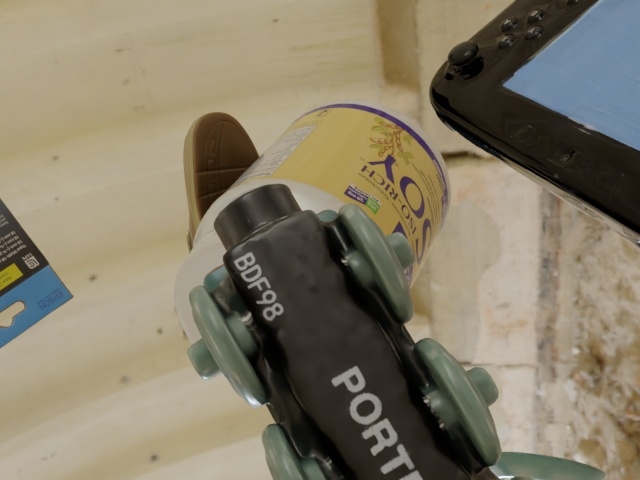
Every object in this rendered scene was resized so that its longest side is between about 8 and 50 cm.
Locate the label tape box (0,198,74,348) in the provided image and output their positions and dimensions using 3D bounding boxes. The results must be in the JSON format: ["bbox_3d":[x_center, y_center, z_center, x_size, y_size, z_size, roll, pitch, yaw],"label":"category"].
[{"bbox_3d":[-0.620,0.035,1.377,0.241,0.106,0.333,-39,-81,-34],"label":"label tape box"}]

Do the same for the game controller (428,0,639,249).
[{"bbox_3d":[0.185,-0.081,0.430,0.067,0.166,0.319,40,-175,-34],"label":"game controller"}]

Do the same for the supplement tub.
[{"bbox_3d":[0.000,0.000,0.964,0.331,0.241,0.241,-55,-36,-50],"label":"supplement tub"}]

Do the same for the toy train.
[{"bbox_3d":[0.036,0.125,0.493,0.333,0.142,0.190,58,173,15],"label":"toy train"}]

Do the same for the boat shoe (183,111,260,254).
[{"bbox_3d":[-0.137,-0.002,1.128,0.122,0.110,0.341,-15,-80,-40],"label":"boat shoe"}]

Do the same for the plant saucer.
[{"bbox_3d":[0.218,0.232,0.809,0.119,0.119,0.021,72,-152,-64],"label":"plant saucer"}]
